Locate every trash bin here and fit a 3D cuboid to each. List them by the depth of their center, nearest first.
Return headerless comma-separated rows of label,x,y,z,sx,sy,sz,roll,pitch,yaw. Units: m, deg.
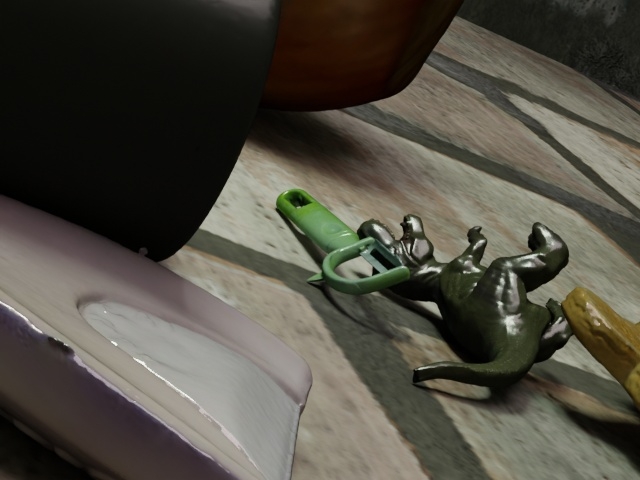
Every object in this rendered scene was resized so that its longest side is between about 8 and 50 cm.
trash bin,-0.203,-0.119,0.902,0.334,0.214,0.214,18,15,-23

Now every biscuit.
biscuit,0.245,0.108,1.264,0.234,0.030,0.153,23,28,-55

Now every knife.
knife,0.000,0.001,1.279,0.054,0.015,0.212,-23,22,-10

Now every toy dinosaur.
toy dinosaur,0.075,0.056,1.237,0.179,0.087,0.187,-31,31,-31

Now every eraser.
eraser,-0.116,0.039,0.818,0.243,0.059,0.204,29,13,-4

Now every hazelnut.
hazelnut,-0.034,-0.268,1.644,0.366,0.365,0.366,25,13,-6
